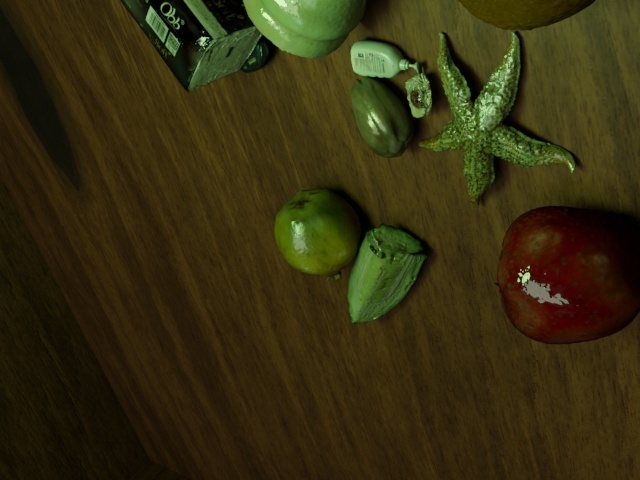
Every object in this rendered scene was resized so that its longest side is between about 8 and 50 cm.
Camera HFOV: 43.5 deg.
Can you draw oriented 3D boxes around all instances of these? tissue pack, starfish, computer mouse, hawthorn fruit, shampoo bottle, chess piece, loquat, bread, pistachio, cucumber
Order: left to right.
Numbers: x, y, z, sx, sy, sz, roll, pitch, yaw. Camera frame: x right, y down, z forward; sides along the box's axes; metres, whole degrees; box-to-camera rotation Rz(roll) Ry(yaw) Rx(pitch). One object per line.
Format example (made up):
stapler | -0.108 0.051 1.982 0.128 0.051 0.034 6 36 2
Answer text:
tissue pack | -0.304 -0.536 1.768 0.370 0.198 0.210 55 141 6
computer mouse | -0.153 -0.432 1.858 0.135 0.047 0.079 -14 95 54
loquat | 0.000 0.000 1.954 0.213 0.213 0.246 5 128 43
chess piece | 0.045 -0.533 1.411 0.234 0.234 0.442 51 145 -1
cucumber | 0.144 0.086 1.957 0.325 0.145 0.105 107 155 -51
pistachio | 0.127 -0.260 1.681 0.108 0.126 0.185 -27 102 11
shampoo bottle | 0.136 -0.363 1.624 0.152 0.045 0.077 17 134 34
bread | 0.197 -0.288 1.606 0.070 0.035 0.083 -169 64 -76
starfish | 0.297 -0.228 1.560 0.357 0.078 0.347 53 146 -5
hawthorn fruit | 0.480 0.067 1.484 0.307 0.265 0.265 6 126 33

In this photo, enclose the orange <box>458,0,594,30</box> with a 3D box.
orange | 0.314 -0.483 1.128 0.322 0.322 0.357 48 135 2
